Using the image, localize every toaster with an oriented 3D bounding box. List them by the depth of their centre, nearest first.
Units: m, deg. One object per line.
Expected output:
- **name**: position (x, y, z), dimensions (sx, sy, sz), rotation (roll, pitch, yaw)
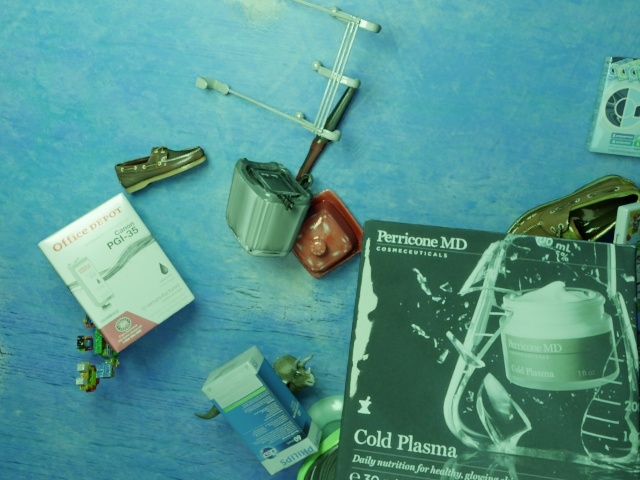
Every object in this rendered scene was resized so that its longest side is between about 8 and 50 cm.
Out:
- **toaster**: position (-0.110, -0.063, 1.264), dimensions (0.129, 0.227, 0.146), rotation (2, 119, -32)

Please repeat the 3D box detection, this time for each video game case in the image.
- **video game case**: position (0.669, 0.012, 1.227), dimensions (0.227, 0.026, 0.206), rotation (-12, 114, -21)

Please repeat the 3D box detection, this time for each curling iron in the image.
- **curling iron**: position (0.010, -0.200, 1.292), dimensions (0.068, 0.035, 0.274), rotation (37, 107, 34)

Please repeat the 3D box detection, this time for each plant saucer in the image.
- **plant saucer**: position (0.050, 0.470, 1.493), dimensions (0.194, 0.037, 0.195), rotation (2, 107, 5)

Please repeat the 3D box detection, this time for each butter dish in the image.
- **butter dish**: position (0.000, 0.000, 1.314), dimensions (0.160, 0.118, 0.160), rotation (-34, 101, 15)

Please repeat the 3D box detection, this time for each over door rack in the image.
- **over door rack**: position (-0.061, -0.366, 1.228), dimensions (0.324, 0.108, 0.240), rotation (25, 108, 14)

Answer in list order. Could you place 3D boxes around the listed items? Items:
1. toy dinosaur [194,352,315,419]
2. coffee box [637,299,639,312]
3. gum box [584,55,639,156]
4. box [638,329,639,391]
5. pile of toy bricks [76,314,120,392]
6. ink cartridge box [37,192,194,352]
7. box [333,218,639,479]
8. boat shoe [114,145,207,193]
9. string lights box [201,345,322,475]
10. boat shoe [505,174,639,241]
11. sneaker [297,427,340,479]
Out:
- **toy dinosaur**: position (-0.144, 0.352, 1.456), dimensions (0.313, 0.121, 0.160), rotation (-10, 93, 14)
- **coffee box**: position (0.617, 0.125, 1.323), dimensions (0.184, 0.040, 0.113), rotation (-34, 101, 15)
- **gum box**: position (0.622, -0.258, 1.206), dimensions (0.157, 0.041, 0.184), rotation (7, 108, 5)
- **box**: position (0.577, 0.352, 1.341), dimensions (0.307, 0.076, 0.242), rotation (-23, 103, -2)
- **pile of toy bricks**: position (-0.500, 0.247, 1.452), dimensions (0.118, 0.105, 0.212), rotation (-8, 65, 5)
- **ink cartridge box**: position (-0.443, 0.067, 1.343), dimensions (0.207, 0.117, 0.283), rotation (-36, 101, -17)
- **box**: position (0.290, 0.246, 1.134), dimensions (0.479, 0.297, 0.472), rotation (5, 71, 7)
- **boat shoe**: position (-0.348, -0.166, 1.326), dimensions (0.207, 0.073, 0.073), rotation (-19, 106, 11)
- **string lights box**: position (-0.126, 0.377, 1.359), dimensions (0.133, 0.077, 0.260), rotation (-32, 102, 16)
- **boat shoe**: position (0.498, -0.030, 1.256), dimensions (0.307, 0.104, 0.111), rotation (-38, 99, 15)
- **sneaker**: position (0.145, 0.436, 1.351), dimensions (0.185, 0.202, 0.483), rotation (28, 99, -34)
